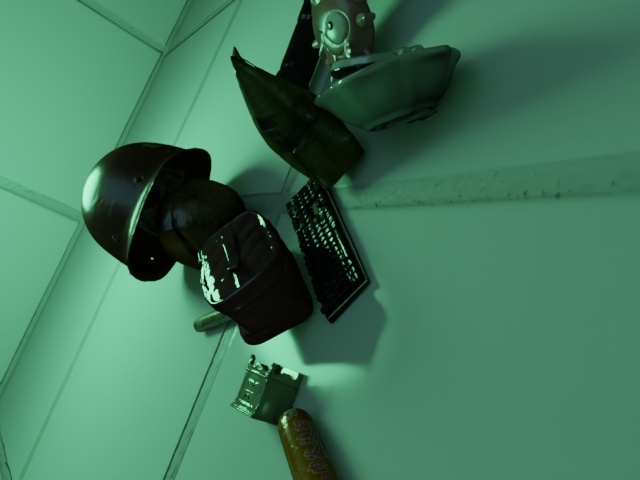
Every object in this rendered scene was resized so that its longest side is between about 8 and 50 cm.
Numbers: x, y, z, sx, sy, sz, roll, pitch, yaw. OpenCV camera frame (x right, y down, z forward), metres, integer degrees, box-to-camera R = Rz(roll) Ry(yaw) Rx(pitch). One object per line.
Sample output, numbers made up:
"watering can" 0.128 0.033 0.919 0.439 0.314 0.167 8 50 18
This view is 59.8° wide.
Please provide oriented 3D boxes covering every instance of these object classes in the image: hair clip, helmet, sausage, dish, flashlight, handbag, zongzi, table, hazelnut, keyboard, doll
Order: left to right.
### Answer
"helmet" -0.436 -0.096 1.308 0.385 0.230 0.338 -37 -31 -77
"hazelnut" -0.249 -0.022 1.195 0.208 0.208 0.208 -36 39 36
"sausage" -0.179 0.141 1.082 0.269 0.032 0.033 -26 45 44
"handbag" -0.112 0.056 0.925 0.146 0.135 0.225 -33 34 4
"table" -0.081 0.225 0.840 0.079 0.062 0.083 1 67 56
"zongzi" -0.078 -0.235 0.979 0.123 0.289 0.260 -48 31 5
"flashlight" -0.021 -0.480 1.291 0.103 0.103 0.424 -2 65 56
"keyboard" 0.000 0.000 0.935 0.106 0.027 0.317 -49 33 20
"sausage" 0.009 0.317 0.641 0.053 0.053 0.348 -53 32 13
"doll" 0.047 -0.409 1.084 0.262 0.093 0.211 62 156 24
"hair clip" 0.086 -0.272 0.905 0.220 0.140 0.054 -76 -19 -83
"dish" 0.110 -0.211 0.835 0.229 0.229 0.081 -12 96 52
